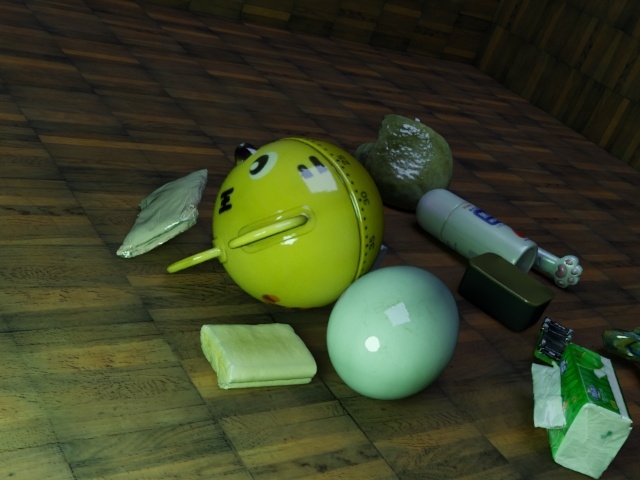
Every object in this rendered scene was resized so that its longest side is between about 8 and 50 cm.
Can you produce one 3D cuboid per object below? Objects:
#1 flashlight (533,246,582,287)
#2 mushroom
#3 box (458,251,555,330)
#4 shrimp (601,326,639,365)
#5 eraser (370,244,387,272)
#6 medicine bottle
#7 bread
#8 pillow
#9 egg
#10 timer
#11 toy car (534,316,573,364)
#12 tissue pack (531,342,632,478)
[{"bbox_3d":[0.616,0.059,2.246,0.200,0.093,0.047,28,25,25],"label":"flashlight"},{"bbox_3d":[0.234,-0.225,2.339,0.292,0.217,0.212,28,30,12],"label":"mushroom"},{"bbox_3d":[0.444,0.123,1.974,0.201,0.090,0.144,35,29,26],"label":"box"},{"bbox_3d":[0.821,0.334,1.840,0.221,0.110,0.446,-32,42,-17],"label":"shrimp"},{"bbox_3d":[0.000,0.000,1.861,0.270,0.094,0.174,30,26,14],"label":"eraser"},{"bbox_3d":[0.399,-0.021,2.169,0.341,0.130,0.130,36,29,32],"label":"medicine bottle"},{"bbox_3d":[-0.109,0.199,1.427,0.178,0.060,0.139,4,32,-34],"label":"bread"},{"bbox_3d":[-0.320,-0.060,1.697,0.067,0.173,0.270,61,10,-24],"label":"pillow"},{"bbox_3d":[0.140,0.160,1.508,0.230,0.230,0.371,28,19,12],"label":"egg"},{"bbox_3d":[-0.074,-0.027,1.578,0.387,0.376,0.376,-17,44,-38],"label":"timer"},{"bbox_3d":[0.522,0.235,1.850,0.071,0.062,0.165,26,26,10],"label":"toy car"},{"bbox_3d":[0.480,0.313,1.570,0.156,0.148,0.209,22,26,-1],"label":"tissue pack"}]
